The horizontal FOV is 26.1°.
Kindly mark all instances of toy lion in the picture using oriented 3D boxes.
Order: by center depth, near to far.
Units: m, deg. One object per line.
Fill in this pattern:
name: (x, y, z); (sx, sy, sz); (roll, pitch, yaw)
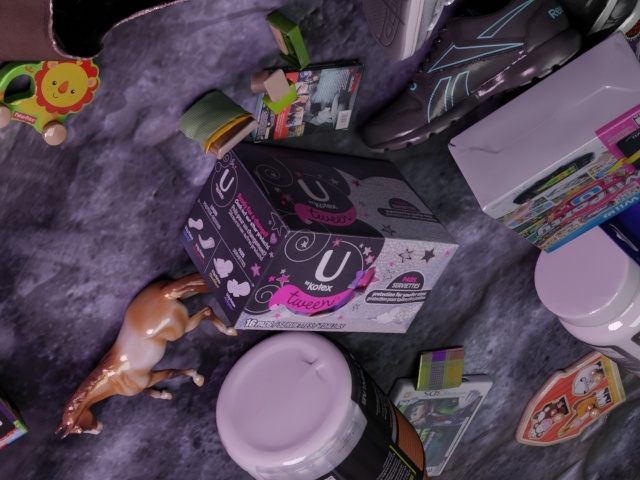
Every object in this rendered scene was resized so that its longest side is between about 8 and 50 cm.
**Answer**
toy lion: (-0.261, -0.144, 1.306); (0.100, 0.034, 0.096); (16, 110, -43)

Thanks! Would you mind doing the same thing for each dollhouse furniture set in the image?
dollhouse furniture set: (-0.078, -0.157, 1.389); (0.151, 0.076, 0.058); (-41, 143, -12)

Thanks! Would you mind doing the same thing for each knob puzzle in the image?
knob puzzle: (0.390, 0.263, 2.153); (0.213, 0.030, 0.213); (-20, 137, -20)

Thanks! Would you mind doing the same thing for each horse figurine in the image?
horse figurine: (-0.182, 0.117, 1.579); (0.174, 0.066, 0.263); (10, 123, -48)

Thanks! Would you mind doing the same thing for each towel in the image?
towel: (0.167, 0.179, 1.915); (0.083, 0.009, 0.060); (-4, 107, -35)

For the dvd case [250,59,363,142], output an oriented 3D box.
dvd case: (-0.014, -0.151, 1.487); (0.119, 0.013, 0.087); (-10, 133, -27)

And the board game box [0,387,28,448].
board game box: (-0.426, 0.202, 1.496); (0.170, 0.048, 0.141); (-31, 137, -7)

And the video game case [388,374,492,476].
video game case: (0.143, 0.273, 1.991); (0.173, 0.022, 0.190); (2, 126, -37)

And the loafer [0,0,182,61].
loafer: (-0.237, -0.209, 1.125); (0.365, 0.130, 0.134); (-21, 140, 14)

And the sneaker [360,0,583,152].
sneaker: (0.152, -0.189, 1.523); (0.267, 0.101, 0.106); (-30, 96, 13)

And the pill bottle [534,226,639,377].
pill bottle: (0.422, 0.083, 1.906); (0.161, 0.161, 0.283); (-47, 139, 11)

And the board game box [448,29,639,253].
board game box: (0.301, -0.101, 1.598); (0.224, 0.098, 0.303); (-32, 160, 15)

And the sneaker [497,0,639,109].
sneaker: (0.254, -0.234, 1.566); (0.121, 0.079, 0.217); (33, 106, -36)

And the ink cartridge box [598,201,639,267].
ink cartridge box: (0.454, -0.009, 1.795); (0.224, 0.223, 0.045); (7, 123, -41)

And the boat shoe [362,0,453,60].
boat shoe: (0.109, -0.323, 1.338); (0.103, 0.118, 0.320); (-10, 126, -23)

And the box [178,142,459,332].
box: (0.000, 0.000, 1.522); (0.247, 0.163, 0.142); (4, 127, -38)

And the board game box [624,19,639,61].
board game box: (0.477, -0.253, 1.721); (0.346, 0.056, 0.208); (-4, 125, -33)

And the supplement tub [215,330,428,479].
supplement tub: (0.016, 0.264, 1.758); (0.193, 0.193, 0.316); (-37, 139, 0)
